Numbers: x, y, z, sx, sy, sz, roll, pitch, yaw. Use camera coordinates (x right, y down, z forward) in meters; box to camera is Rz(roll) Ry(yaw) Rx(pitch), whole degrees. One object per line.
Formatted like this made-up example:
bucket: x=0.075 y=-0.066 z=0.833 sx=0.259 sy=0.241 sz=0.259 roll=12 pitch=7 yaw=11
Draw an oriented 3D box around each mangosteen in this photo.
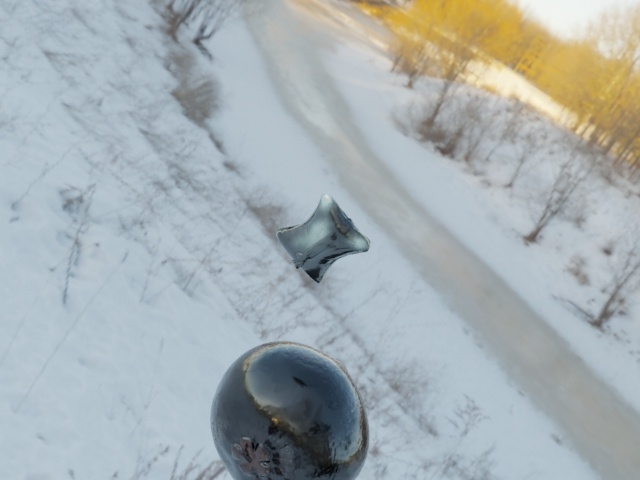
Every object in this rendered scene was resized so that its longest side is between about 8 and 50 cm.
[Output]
mangosteen: x=-0.033 y=0.290 z=1.264 sx=0.275 sy=0.275 sz=0.302 roll=37 pitch=28 yaw=14

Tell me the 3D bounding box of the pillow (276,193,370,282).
pillow: x=0.001 y=-0.001 z=1.019 sx=0.055 sy=0.135 sz=0.091 roll=-6 pitch=67 yaw=-43
